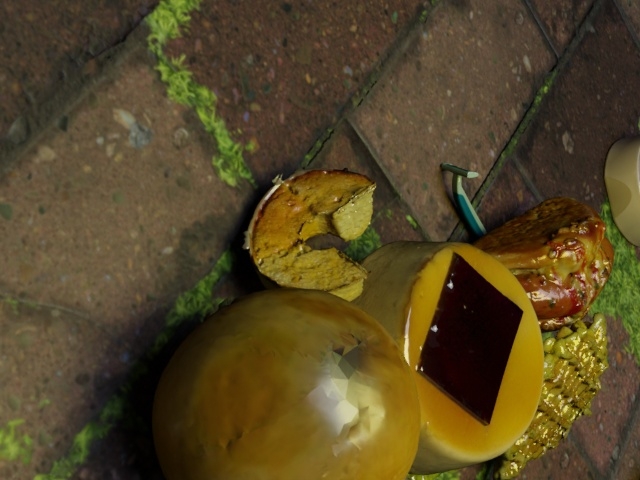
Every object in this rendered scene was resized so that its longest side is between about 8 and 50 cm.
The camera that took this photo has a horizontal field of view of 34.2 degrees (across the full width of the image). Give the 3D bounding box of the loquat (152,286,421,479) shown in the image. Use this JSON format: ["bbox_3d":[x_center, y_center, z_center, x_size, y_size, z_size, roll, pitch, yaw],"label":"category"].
[{"bbox_3d":[-0.034,0.171,1.026,0.263,0.263,0.263,12,73,-43],"label":"loquat"}]

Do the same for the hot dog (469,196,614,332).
[{"bbox_3d":[0.314,0.036,1.435,0.257,0.153,0.150,-27,120,-35],"label":"hot dog"}]

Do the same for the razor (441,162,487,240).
[{"bbox_3d":[0.226,-0.026,1.479,0.037,0.068,0.191,-38,119,-12],"label":"razor"}]

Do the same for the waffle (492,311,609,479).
[{"bbox_3d":[0.315,0.213,1.412,0.243,0.059,0.237,-26,140,-42],"label":"waffle"}]

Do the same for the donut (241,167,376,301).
[{"bbox_3d":[-0.012,0.001,1.177,0.078,0.146,0.181,84,9,-53],"label":"donut"}]

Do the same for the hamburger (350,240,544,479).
[{"bbox_3d":[0.128,0.143,1.244,0.300,0.176,0.300,9,76,-39],"label":"hamburger"}]

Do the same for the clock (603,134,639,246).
[{"bbox_3d":[0.577,-0.089,1.817,0.197,0.068,0.196,13,72,-43],"label":"clock"}]

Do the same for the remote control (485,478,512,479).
[{"bbox_3d":[0.250,0.426,1.378,0.042,0.072,0.221,-8,89,-67],"label":"remote control"}]
